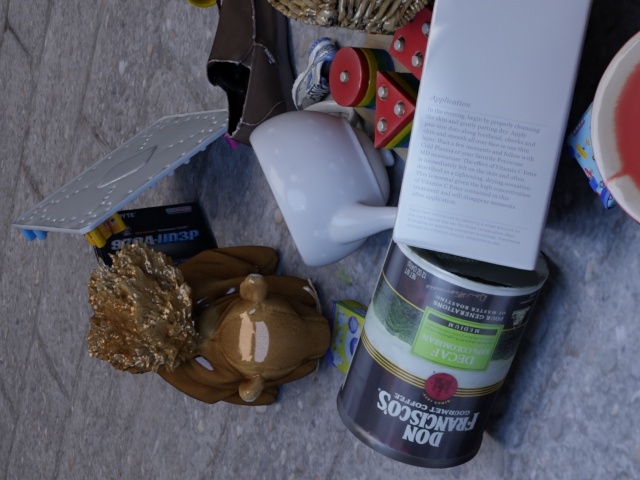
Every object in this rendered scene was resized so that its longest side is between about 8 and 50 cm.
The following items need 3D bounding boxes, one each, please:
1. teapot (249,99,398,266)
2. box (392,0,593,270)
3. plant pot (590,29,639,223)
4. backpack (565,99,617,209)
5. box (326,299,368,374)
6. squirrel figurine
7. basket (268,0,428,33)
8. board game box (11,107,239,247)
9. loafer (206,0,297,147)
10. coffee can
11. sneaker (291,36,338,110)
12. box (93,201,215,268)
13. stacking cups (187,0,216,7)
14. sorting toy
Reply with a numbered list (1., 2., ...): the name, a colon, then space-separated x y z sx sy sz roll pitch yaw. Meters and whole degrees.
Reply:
1. teapot: 0.018 -0.097 1.765 0.252 0.187 0.256 86 159 -86
2. box: 0.207 -0.169 1.372 0.215 0.168 0.345 -47 -32 -71
3. plant pot: 0.363 -0.102 1.045 0.275 0.243 0.274 2 95 27
4. backpack: 0.365 -0.084 1.258 0.158 0.117 0.173 -56 49 44
5. box: 0.075 0.166 1.804 0.179 0.043 0.105 24 112 54
6. squirrel figurine: -0.178 0.145 1.872 0.370 0.397 0.281 -169 87 -70
7. basket: 0.049 -0.401 1.584 0.299 0.223 0.213 50 135 44
8. board game box: -0.348 -0.118 2.203 0.390 0.390 0.050 4 128 58
9. loafer: -0.130 -0.322 2.035 0.134 0.130 0.365 -43 56 50
10. coffee can: 0.152 0.122 1.525 0.201 0.202 0.275 47 129 47
11. sneaker: -0.004 -0.257 1.911 0.058 0.052 0.135 50 132 40
12. box: -0.317 0.018 2.262 0.051 0.220 0.175 113 143 -49
13. stacking cups: -0.272 -0.551 2.317 0.316 0.096 0.096 52 133 51
14. sorting toy: 0.114 -0.251 1.682 0.257 0.089 0.255 51 132 44
